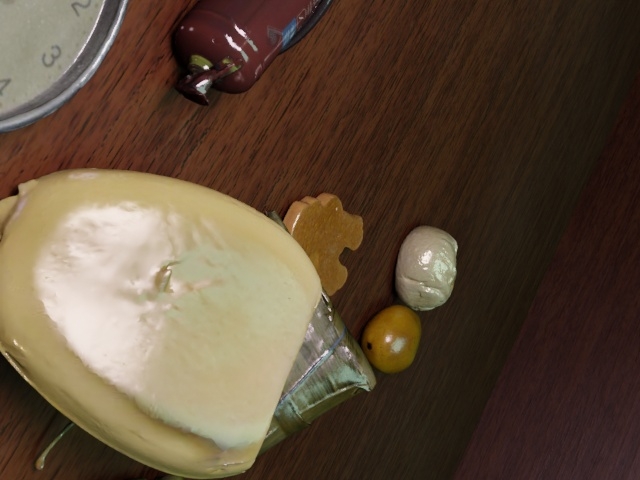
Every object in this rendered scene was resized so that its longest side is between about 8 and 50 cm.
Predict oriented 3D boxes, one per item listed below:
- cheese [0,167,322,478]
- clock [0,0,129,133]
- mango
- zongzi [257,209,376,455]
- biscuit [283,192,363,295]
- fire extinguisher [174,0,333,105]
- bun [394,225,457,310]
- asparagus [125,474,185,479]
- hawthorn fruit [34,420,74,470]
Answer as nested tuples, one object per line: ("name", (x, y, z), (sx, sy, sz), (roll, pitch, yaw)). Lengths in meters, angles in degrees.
("cheese", (-0.154, 0.057, 0.723), (0.316, 0.128, 0.259), (32, 63, -22))
("clock", (-0.239, -0.209, 0.547), (0.280, 0.056, 0.280), (-42, 144, -42))
("mango", (0.147, 0.189, 1.538), (0.227, 0.099, 0.136), (-8, 110, -70))
("zongzi", (-0.094, 0.133, 1.040), (0.251, 0.125, 0.274), (-32, 100, -13))
("biscuit", (-0.001, 0.003, 1.179), (0.236, 0.040, 0.143), (34, 71, -61))
("fire extinguisher", (-0.044, -0.253, 0.808), (0.105, 0.141, 0.341), (43, 64, -21))
("bun", (0.219, 0.059, 1.552), (0.164, 0.111, 0.188), (-46, 143, -43))
("asparagus", (-0.225, 0.325, 0.948), (0.287, 0.080, 0.080), (1, 108, -71))
("hawthorn fruit", (-0.187, 0.139, 0.859), (0.286, 0.165, 0.165), (-24, 134, -24))
